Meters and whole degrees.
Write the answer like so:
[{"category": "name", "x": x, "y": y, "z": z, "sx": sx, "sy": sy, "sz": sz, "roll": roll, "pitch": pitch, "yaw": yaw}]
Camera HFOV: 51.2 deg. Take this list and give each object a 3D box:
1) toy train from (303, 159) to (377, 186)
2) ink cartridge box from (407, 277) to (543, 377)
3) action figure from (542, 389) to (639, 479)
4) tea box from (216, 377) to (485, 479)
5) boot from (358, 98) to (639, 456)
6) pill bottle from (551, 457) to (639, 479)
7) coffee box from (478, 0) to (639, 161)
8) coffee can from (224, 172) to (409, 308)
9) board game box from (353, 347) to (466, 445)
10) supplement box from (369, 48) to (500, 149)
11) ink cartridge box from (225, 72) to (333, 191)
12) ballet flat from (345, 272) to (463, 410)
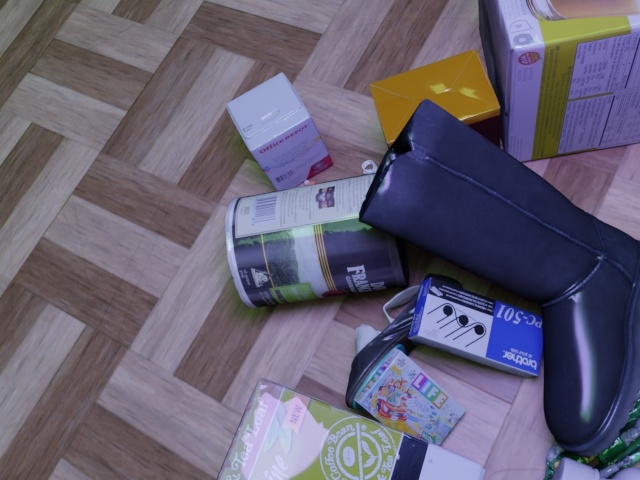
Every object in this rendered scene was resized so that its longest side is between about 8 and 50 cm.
[{"category": "toy train", "x": 0.038, "y": -0.095, "z": 1.266, "sx": 0.166, "sy": 0.046, "sz": 0.125, "roll": -25, "pitch": 63, "yaw": 4}, {"category": "ink cartridge box", "x": 0.249, "y": 0.139, "z": 1.056, "sx": 0.207, "sy": 0.046, "sz": 0.097, "roll": 20, "pitch": 70, "yaw": -8}, {"category": "action figure", "x": 0.414, "y": 0.299, "z": 0.985, "sx": 0.232, "sy": 0.063, "sz": 0.137, "roll": -41, "pitch": 66, "yaw": -1}, {"category": "tea box", "x": 0.000, "y": 0.409, "z": 0.894, "sx": 0.323, "sy": 0.220, "sz": 0.329, "roll": 20, "pitch": 66, "yaw": 3}, {"category": "boot", "x": 0.255, "y": 0.047, "z": 0.970, "sx": 0.445, "sy": 0.146, "sz": 0.367, "roll": 32, "pitch": 61, "yaw": -10}, {"category": "pill bottle", "x": 0.451, "y": 0.402, "z": 0.853, "sx": 0.318, "sy": 0.176, "sz": 0.176, "roll": 19, "pitch": 73, "yaw": 18}, {"category": "coffee box", "x": 0.453, "y": -0.375, "z": 1.114, "sx": 0.334, "sy": 0.338, "sz": 0.338, "roll": -9, "pitch": 65, "yaw": 11}, {"category": "coffee can", "x": 0.000, "y": 0.000, "z": 1.148, "sx": 0.275, "sy": 0.201, "sz": 0.201, "roll": -9, "pitch": 65, "yaw": 12}, {"category": "board game box", "x": 0.141, "y": 0.256, "z": 1.041, "sx": 0.154, "sy": 0.026, "sz": 0.103, "roll": 42, "pitch": 80, "yaw": -15}, {"category": "supplement box", "x": 0.208, "y": -0.201, "z": 1.183, "sx": 0.191, "sy": 0.194, "sz": 0.129, "roll": -17, "pitch": 63, "yaw": 8}, {"category": "ink cartridge box", "x": -0.075, "y": -0.200, "z": 1.269, "sx": 0.128, "sy": 0.176, "sz": 0.127, "roll": -30, "pitch": 63, "yaw": 0}, {"category": "ballet flat", "x": 0.124, "y": 0.159, "z": 1.113, "sx": 0.280, "sy": 0.095, "sz": 0.096, "roll": -41, "pitch": 53, "yaw": -16}]
